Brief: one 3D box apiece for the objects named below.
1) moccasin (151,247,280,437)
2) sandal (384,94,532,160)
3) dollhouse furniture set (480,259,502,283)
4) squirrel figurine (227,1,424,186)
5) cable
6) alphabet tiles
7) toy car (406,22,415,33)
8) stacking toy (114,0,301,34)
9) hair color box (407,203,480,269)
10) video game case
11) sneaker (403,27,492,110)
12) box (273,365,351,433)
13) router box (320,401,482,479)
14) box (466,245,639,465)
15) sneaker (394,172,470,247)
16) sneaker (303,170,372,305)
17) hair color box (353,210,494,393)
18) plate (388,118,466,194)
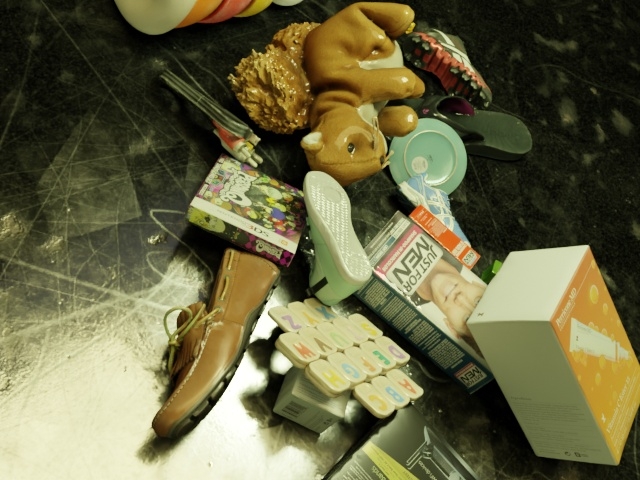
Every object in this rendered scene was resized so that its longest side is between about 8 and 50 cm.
[{"bbox_3d":[-0.191,0.156,1.214,0.147,0.139,0.380,27,52,-4],"label":"moccasin"},{"bbox_3d":[0.332,-0.290,1.750,0.445,0.107,0.168,-1,60,-24],"label":"sandal"},{"bbox_3d":[0.427,0.104,1.571,0.151,0.058,0.076,32,53,-2],"label":"dollhouse furniture set"},{"bbox_3d":[0.012,-0.291,1.549,0.396,0.281,0.371,12,68,12],"label":"squirrel figurine"},{"bbox_3d":[-0.236,-0.255,1.478,0.287,0.139,0.072,35,92,8],"label":"cable"},{"bbox_3d":[0.046,0.194,1.274,0.278,0.021,0.284,41,23,24],"label":"alphabet tiles"},{"bbox_3d":[0.194,-0.584,1.920,0.122,0.040,0.060,-13,65,-29],"label":"toy car"},{"bbox_3d":[-0.206,-0.618,1.658,0.479,0.350,0.351,-2,59,-47],"label":"stacking toy"},{"bbox_3d":[0.242,0.014,1.526,0.167,0.093,0.053,41,53,6],"label":"hair color box"},{"bbox_3d":[-0.130,-0.064,1.393,0.210,0.042,0.232,26,31,-6],"label":"video game case"},{"bbox_3d":[0.349,-0.453,1.867,0.276,0.098,0.135,43,55,8],"label":"sneaker"},{"bbox_3d":[-0.011,0.264,1.248,0.102,0.101,0.087,27,52,-8],"label":"box"},{"bbox_3d":[0.163,0.462,1.211,0.309,0.081,0.243,48,53,10],"label":"router box"},{"bbox_3d":[0.449,0.213,1.348,0.215,0.168,0.345,-48,117,-37],"label":"box"},{"bbox_3d":[0.259,-0.062,1.577,0.081,0.080,0.211,-39,81,-11],"label":"sneaker"},{"bbox_3d":[0.000,0.000,1.388,0.094,0.151,0.256,-2,60,-32],"label":"sneaker"},{"bbox_3d":[0.227,0.120,1.444,0.347,0.105,0.174,40,53,4],"label":"hair color box"},{"bbox_3d":[0.247,-0.186,1.641,0.188,0.024,0.188,0,89,-11],"label":"plate"}]
